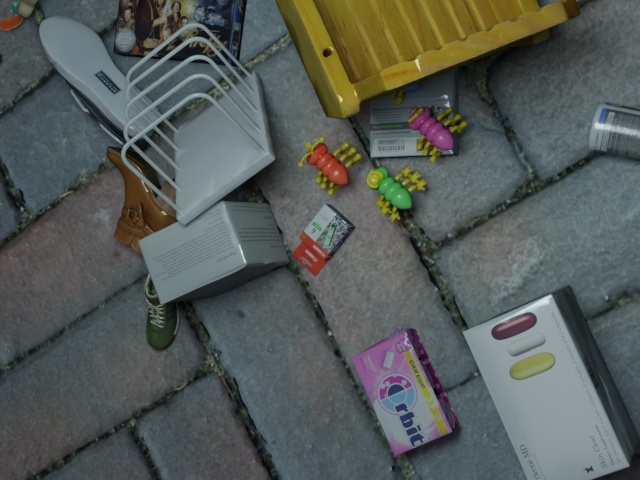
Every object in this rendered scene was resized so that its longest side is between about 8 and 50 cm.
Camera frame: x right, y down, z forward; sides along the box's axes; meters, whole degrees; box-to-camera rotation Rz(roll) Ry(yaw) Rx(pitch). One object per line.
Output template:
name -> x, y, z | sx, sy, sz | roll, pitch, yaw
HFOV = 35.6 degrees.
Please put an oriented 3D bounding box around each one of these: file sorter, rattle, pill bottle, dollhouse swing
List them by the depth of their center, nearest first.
dollhouse swing -> 0.148, -0.360, 1.443 | 0.347, 0.305, 0.315 | -22, 82, -9
pill bottle -> 0.482, -0.159, 1.504 | 0.137, 0.078, 0.078 | 16, 96, 21
file sorter -> -0.213, -0.207, 1.648 | 0.193, 0.173, 0.277 | -34, 34, 16
rattle -> -0.513, -0.464, 1.919 | 0.199, 0.143, 0.130 | -56, 39, 28

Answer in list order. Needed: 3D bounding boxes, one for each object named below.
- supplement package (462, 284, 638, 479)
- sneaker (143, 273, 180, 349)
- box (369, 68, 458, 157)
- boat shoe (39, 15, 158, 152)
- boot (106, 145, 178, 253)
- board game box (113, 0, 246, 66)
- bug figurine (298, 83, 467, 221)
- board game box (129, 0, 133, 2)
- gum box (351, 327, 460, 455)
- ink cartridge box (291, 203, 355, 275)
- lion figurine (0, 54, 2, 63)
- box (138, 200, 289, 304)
supplement package -> 0.349, 0.219, 1.491 | 0.145, 0.204, 0.262 | -26, 81, 20
sneaker -> -0.294, 0.106, 1.805 | 0.064, 0.086, 0.192 | 16, 96, 20
box -> 0.154, -0.232, 1.654 | 0.145, 0.038, 0.186 | -1, 91, 21
boat shoe -> -0.416, -0.286, 1.844 | 0.301, 0.108, 0.102 | 45, 144, 8
boot -> -0.346, -0.073, 1.835 | 0.197, 0.073, 0.152 | 36, 107, 20
board game box -> -0.255, -0.410, 1.810 | 0.243, 0.042, 0.165 | 8, 93, 21
bug figurine -> 0.103, -0.169, 1.615 | 0.216, 0.072, 0.279 | 40, 104, 17
board game box -> -0.264, -0.501, 1.733 | 0.194, 0.060, 0.194 | -24, 80, -8
gum box -> 0.139, 0.245, 1.649 | 0.107, 0.062, 0.188 | -28, 81, 19
ink cartridge box -> 0.000, 0.000, 1.720 | 0.063, 0.029, 0.115 | 42, 104, 16
lion figurine -> -0.775, -0.481, 1.965 | 0.240, 0.142, 0.392 | -2, 94, 29
box -> -0.179, 0.020, 1.709 | 0.182, 0.181, 0.119 | -24, 82, 20
